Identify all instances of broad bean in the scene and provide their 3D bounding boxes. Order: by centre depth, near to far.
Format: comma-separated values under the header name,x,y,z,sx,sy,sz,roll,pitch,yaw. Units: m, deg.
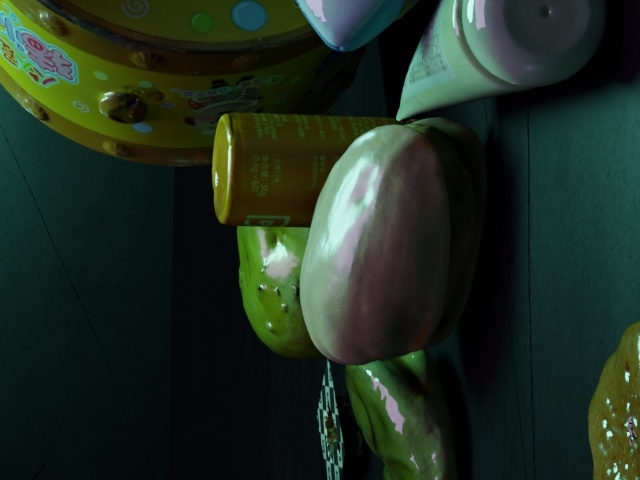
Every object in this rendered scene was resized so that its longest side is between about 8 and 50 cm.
name,x,y,z,sx,sy,sz,roll,pitch,yaw
broad bean,0.078,0.187,1.526,0.153,0.072,0.206,135,122,-79

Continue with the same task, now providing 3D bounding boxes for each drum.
name,x,y,z,sx,sy,sz,roll,pitch,yaw
drum,-0.128,-0.295,1.695,0.214,0.431,0.431,110,158,-61

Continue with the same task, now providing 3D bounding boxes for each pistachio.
name,x,y,z,sx,sy,sz,roll,pitch,yaw
pistachio,0.055,0.004,1.440,0.144,0.144,0.215,-113,37,-64

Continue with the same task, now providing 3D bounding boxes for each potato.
name,x,y,z,sx,sy,sz,roll,pitch,yaw
potato,0.000,0.000,1.689,0.253,0.148,0.186,97,156,-48

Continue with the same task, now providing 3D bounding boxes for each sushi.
name,x,y,z,sx,sy,sz,roll,pitch,yaw
sushi,0.022,0.198,1.874,0.126,0.026,0.120,99,164,-53

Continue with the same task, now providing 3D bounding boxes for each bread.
name,x,y,z,sx,sy,sz,roll,pitch,yaw
bread,0.188,0.112,0.953,0.128,0.069,0.140,104,164,-52

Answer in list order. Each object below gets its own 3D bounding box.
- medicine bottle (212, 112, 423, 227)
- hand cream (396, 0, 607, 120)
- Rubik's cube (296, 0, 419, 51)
name,x,y,z,sx,sy,sz,roll,pitch,yaw
medicine bottle,0.010,-0.057,1.533,0.096,0.192,0.096,-178,90,-78
hand cream,0.112,-0.151,1.280,0.147,0.093,0.306,-65,11,0
Rubik's cube,0.036,-0.294,1.360,0.254,0.254,0.254,-179,90,-79
